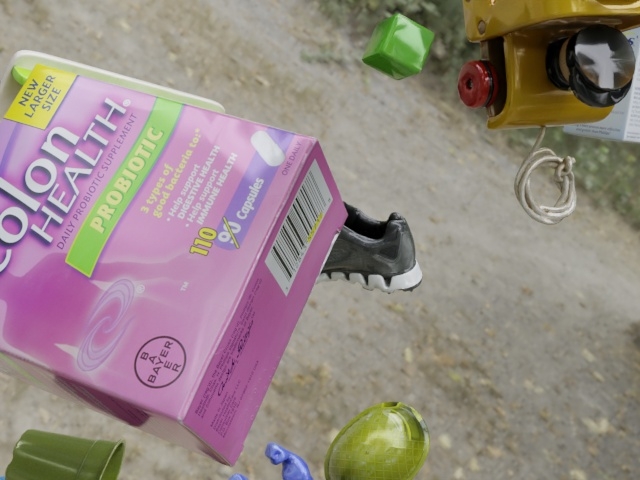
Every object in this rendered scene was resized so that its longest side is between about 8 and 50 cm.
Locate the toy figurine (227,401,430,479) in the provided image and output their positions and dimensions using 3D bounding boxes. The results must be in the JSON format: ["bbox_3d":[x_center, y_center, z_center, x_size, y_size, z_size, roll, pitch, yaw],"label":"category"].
[{"bbox_3d":[-0.044,0.302,1.016,0.191,0.362,0.217,54,6,32],"label":"toy figurine"}]

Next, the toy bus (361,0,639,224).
[{"bbox_3d":[0.137,-0.138,0.558,0.202,0.191,0.104,40,-14,-16],"label":"toy bus"}]

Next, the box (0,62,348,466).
[{"bbox_3d":[-0.137,0.012,0.741,0.243,0.213,0.117,17,-21,21],"label":"box"}]

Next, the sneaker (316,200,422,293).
[{"bbox_3d":[0.000,0.000,1.179,0.234,0.106,0.078,2,29,11],"label":"sneaker"}]

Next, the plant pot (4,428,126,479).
[{"bbox_3d":[-0.213,0.191,0.840,0.079,0.083,0.083,18,21,3],"label":"plant pot"}]

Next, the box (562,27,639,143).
[{"bbox_3d":[0.327,-0.174,1.089,0.072,0.137,0.126,15,11,38],"label":"box"}]

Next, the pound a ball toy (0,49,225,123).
[{"bbox_3d":[-0.211,-0.078,1.079,0.319,0.136,0.208,9,26,-41],"label":"pound a ball toy"}]

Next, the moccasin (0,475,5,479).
[{"bbox_3d":[-0.328,0.372,0.884,0.138,0.342,0.117,37,-6,33],"label":"moccasin"}]
